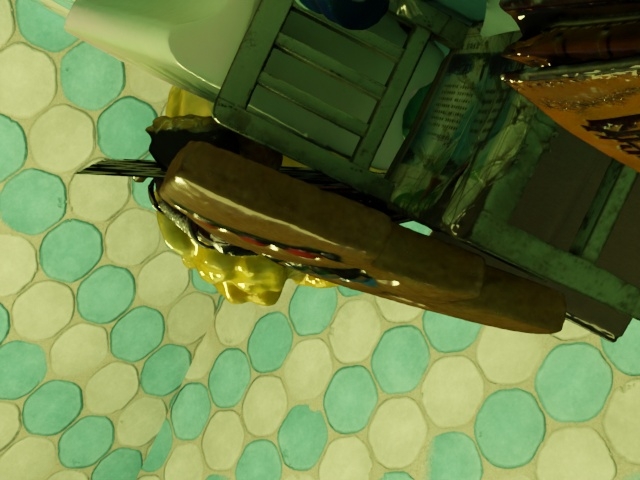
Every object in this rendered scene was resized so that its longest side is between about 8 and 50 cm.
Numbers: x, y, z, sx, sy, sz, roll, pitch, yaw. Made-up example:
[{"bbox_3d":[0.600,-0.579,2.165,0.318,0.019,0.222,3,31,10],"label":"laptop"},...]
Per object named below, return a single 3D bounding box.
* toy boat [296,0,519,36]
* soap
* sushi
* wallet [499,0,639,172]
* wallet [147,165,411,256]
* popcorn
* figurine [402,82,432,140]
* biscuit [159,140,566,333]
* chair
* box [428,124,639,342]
[{"bbox_3d":[0.094,-0.105,0.378,0.291,0.067,0.220,23,-179,7],"label":"toy boat"},{"bbox_3d":[-0.087,-0.179,0.740,0.208,0.115,0.347,24,-177,-38],"label":"soap"},{"bbox_3d":[-0.074,-0.085,0.774,0.263,0.050,0.290,2,-173,-7],"label":"sushi"},{"bbox_3d":[0.180,-0.045,0.327,0.195,0.042,0.161,18,175,-39],"label":"wallet"},{"bbox_3d":[-0.029,-0.042,0.893,0.262,0.072,0.221,-7,-171,-19],"label":"wallet"},{"bbox_3d":[-0.048,-0.088,1.178,0.381,0.349,0.349,0,-178,2],"label":"popcorn"},{"bbox_3d":[0.066,-0.124,0.807,0.102,0.111,0.195,34,-174,-26],"label":"figurine"},{"bbox_3d":[0.000,0.001,0.573,0.278,0.043,0.301,16,175,37],"label":"biscuit"},{"bbox_3d":[0.087,-0.072,0.527,0.270,0.136,0.147,26,-178,-16],"label":"chair"},{"bbox_3d":[0.213,-0.017,0.805,0.188,0.153,0.252,27,-176,7],"label":"box"}]
